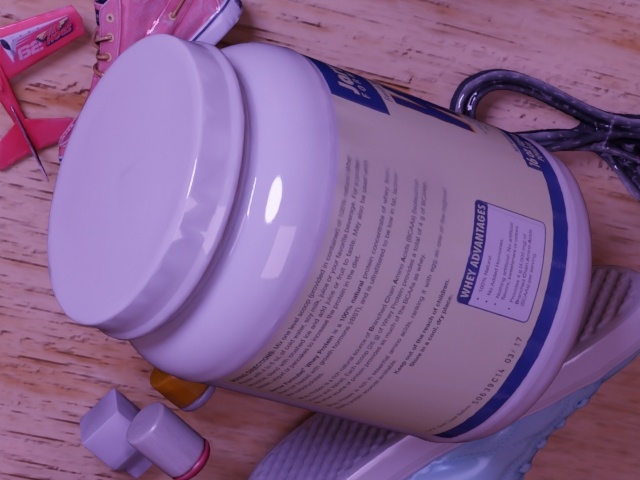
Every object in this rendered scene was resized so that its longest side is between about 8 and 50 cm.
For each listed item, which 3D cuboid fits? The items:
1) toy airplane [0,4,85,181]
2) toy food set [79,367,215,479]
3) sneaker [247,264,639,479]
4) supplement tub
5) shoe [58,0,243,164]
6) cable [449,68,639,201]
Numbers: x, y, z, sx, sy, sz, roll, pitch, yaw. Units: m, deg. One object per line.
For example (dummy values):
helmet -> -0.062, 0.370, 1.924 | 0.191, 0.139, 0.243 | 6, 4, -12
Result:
toy airplane -> -0.228, -0.111, 1.355 | 0.151, 0.028, 0.151 | -5, 112, -12
toy food set -> -0.149, 0.199, 1.447 | 0.232, 0.111, 0.104 | -43, 115, 8
sneaker -> 0.120, 0.157, 1.489 | 0.366, 0.135, 0.150 | -31, 122, 10
supplement tub -> 0.000, 0.000, 1.303 | 0.325, 0.235, 0.235 | 17, 107, -32
shoe -> -0.144, -0.134, 1.348 | 0.178, 0.063, 0.081 | -46, 111, 2
cable -> 0.245, -0.072, 1.447 | 0.287, 0.072, 0.139 | 28, 97, -20
